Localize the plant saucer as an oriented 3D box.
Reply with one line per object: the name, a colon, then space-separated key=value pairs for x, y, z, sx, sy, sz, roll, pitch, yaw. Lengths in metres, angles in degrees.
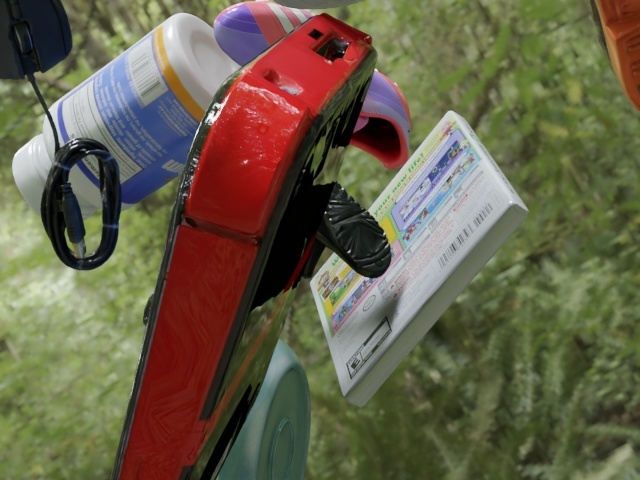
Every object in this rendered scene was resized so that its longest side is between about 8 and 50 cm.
plant saucer: x=-0.067 y=0.289 z=1.638 sx=0.044 sy=0.317 sz=0.317 roll=6 pitch=11 yaw=14

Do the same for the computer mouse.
computer mouse: x=-0.170 y=-0.089 z=0.725 sx=0.071 sy=0.242 sz=0.041 roll=-24 pitch=24 yaw=-17

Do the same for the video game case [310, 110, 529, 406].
video game case: x=0.075 y=0.010 z=1.025 sx=0.212 sy=0.023 sz=0.193 roll=-51 pitch=24 yaw=17

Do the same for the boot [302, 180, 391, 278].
boot: x=0.000 y=0.000 z=1.017 sx=0.045 sy=0.121 sz=0.099 roll=-30 pitch=-15 yaw=-36

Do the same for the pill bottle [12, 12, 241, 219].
pill bottle: x=-0.219 y=-0.127 z=1.394 sx=0.272 sy=0.152 sz=0.152 roll=-32 pitch=0 yaw=23

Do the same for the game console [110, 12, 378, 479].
game console: x=-0.055 y=0.034 z=0.796 sx=0.386 sy=0.060 sz=0.342 roll=-60 pitch=-9 yaw=-70

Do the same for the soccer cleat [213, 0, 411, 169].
soccer cleat: x=0.001 y=-0.152 z=1.186 sx=0.083 sy=0.095 sz=0.248 roll=-35 pitch=-43 yaw=29

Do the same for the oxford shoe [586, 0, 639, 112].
oxford shoe: x=0.259 y=-0.280 z=1.052 sx=0.130 sy=0.363 sz=0.132 roll=-18 pitch=31 yaw=2

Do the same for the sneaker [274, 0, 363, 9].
sneaker: x=0.032 y=-0.282 z=0.853 sx=0.105 sy=0.147 sz=0.296 roll=2 pitch=-20 yaw=-20
